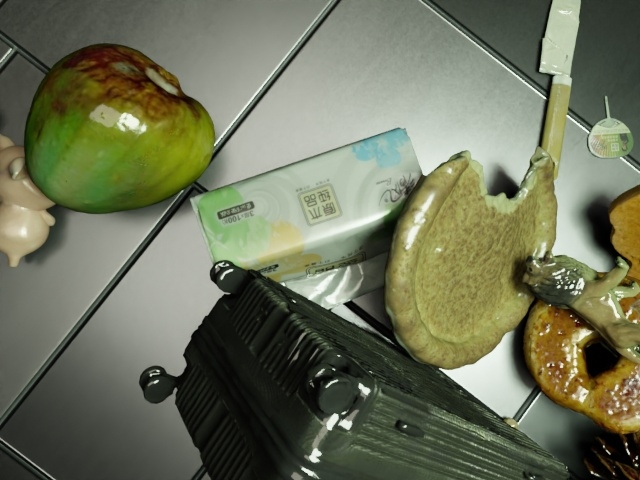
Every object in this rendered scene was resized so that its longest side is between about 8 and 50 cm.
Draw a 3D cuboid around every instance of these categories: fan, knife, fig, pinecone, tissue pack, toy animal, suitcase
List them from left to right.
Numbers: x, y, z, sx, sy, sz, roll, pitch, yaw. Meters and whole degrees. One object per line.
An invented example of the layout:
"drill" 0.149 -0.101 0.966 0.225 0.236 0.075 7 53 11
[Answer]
"toy animal" -0.344 -0.043 0.620 0.084 0.089 0.150 10 101 14
"fig" -0.221 -0.113 0.586 0.191 0.181 0.181 -40 90 -6
"tissue pack" 0.000 0.000 0.594 0.230 0.159 0.145 -19 76 -5
"suitcase" 0.036 0.176 0.501 0.335 0.230 0.152 32 91 -34
"knife" 0.305 -0.223 0.701 0.047 0.017 0.297 10 87 4
"fan" 0.385 -0.142 0.708 0.060 0.003 0.080 24 86 -2
"toy animal" 0.330 0.074 0.588 0.220 0.069 0.086 38 101 25
"pinecone" 0.359 0.317 0.614 0.163 0.163 0.165 31 102 -1

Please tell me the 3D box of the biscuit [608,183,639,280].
"biscuit" 0.461 0.049 0.628 0.295 0.186 0.044 51 47 -4

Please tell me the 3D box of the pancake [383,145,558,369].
"pancake" 0.179 0.010 0.588 0.286 0.033 0.288 -54 133 -11

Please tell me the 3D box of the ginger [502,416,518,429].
"ginger" 0.222 0.268 0.666 0.048 0.030 0.097 35 88 0

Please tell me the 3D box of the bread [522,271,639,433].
"bread" 0.337 0.125 0.636 0.193 0.064 0.193 -7 68 19

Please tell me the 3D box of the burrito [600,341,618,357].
"burrito" 0.420 0.155 0.678 0.171 0.042 0.051 40 94 -3
